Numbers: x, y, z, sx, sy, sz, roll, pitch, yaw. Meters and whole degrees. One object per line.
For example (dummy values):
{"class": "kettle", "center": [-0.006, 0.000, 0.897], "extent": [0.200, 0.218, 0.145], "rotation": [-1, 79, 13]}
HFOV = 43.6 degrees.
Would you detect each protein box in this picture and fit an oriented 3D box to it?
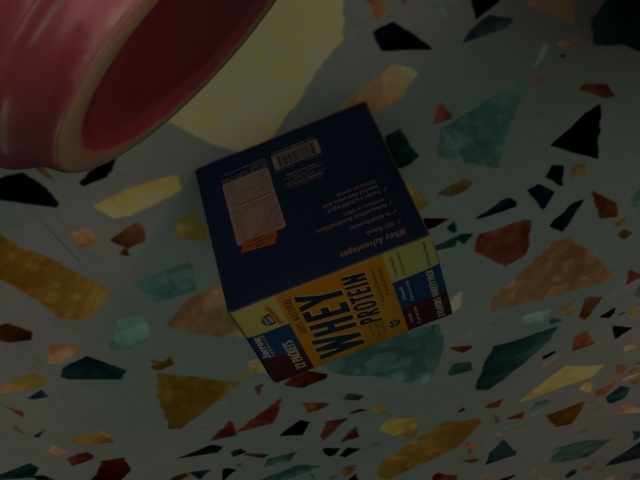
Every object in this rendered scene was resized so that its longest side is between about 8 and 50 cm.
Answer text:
{"class": "protein box", "center": [0.000, 0.000, 0.824], "extent": [0.199, 0.201, 0.136], "rotation": [-22, 139, 2]}

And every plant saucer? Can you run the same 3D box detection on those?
{"class": "plant saucer", "center": [-0.113, -0.162, 0.535], "extent": [0.084, 0.332, 0.332], "rotation": [43, 117, 0]}
